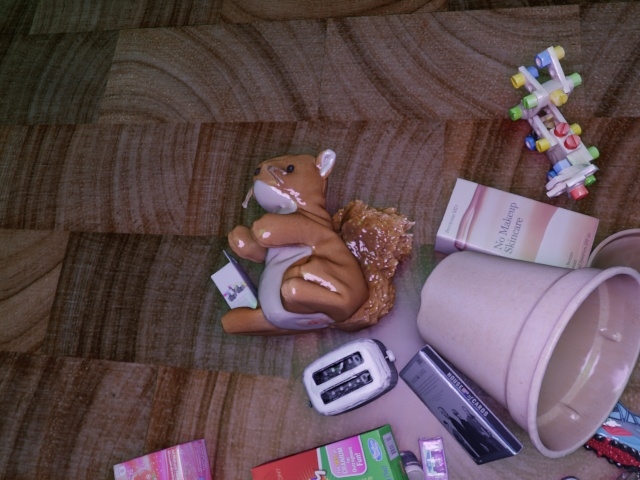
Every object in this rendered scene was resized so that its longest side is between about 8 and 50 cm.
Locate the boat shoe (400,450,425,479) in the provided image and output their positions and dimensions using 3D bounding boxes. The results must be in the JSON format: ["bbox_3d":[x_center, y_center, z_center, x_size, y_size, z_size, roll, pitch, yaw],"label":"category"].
[{"bbox_3d":[0.118,0.507,1.004,0.206,0.065,0.075,-32,114,8],"label":"boat shoe"}]

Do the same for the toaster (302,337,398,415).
[{"bbox_3d":[0.054,0.291,1.025,0.227,0.146,0.129,-25,70,2],"label":"toaster"}]

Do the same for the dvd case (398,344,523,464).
[{"bbox_3d":[0.263,0.329,0.959,0.029,0.179,0.239,-34,69,-22],"label":"dvd case"}]

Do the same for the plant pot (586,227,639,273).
[{"bbox_3d":[0.649,0.103,0.989,0.237,0.110,0.237,-3,73,11],"label":"plant pot"}]

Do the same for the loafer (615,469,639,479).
[{"bbox_3d":[0.599,0.462,0.923,0.148,0.050,0.056,-22,73,-13],"label":"loafer"}]

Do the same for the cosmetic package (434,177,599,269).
[{"bbox_3d":[0.415,-0.011,1.058,0.296,0.129,0.153,18,78,16],"label":"cosmetic package"}]

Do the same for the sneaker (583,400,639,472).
[{"bbox_3d":[0.527,0.339,0.964,0.262,0.104,0.125,29,52,24],"label":"sneaker"}]

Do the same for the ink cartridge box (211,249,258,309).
[{"bbox_3d":[-0.191,0.119,1.146,0.061,0.104,0.181,-36,70,-2],"label":"ink cartridge box"}]

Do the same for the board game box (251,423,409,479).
[{"bbox_3d":[0.030,0.526,0.946,0.316,0.064,0.242,-28,69,24],"label":"board game box"}]

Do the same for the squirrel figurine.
[{"bbox_3d":[0.000,0.000,1.049,0.397,0.281,0.370,9,62,-27],"label":"squirrel figurine"}]

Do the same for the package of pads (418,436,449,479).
[{"bbox_3d":[0.234,0.452,1.002,0.050,0.032,0.083,-9,72,9],"label":"package of pads"}]

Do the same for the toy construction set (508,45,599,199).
[{"bbox_3d":[0.524,-0.232,1.059,0.151,0.215,0.328,-11,72,8],"label":"toy construction set"}]

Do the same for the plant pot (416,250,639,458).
[{"bbox_3d":[0.360,0.164,0.901,0.334,0.334,0.305,-55,37,-8],"label":"plant pot"}]

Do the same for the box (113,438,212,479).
[{"bbox_3d":[-0.302,0.590,1.004,0.154,0.142,0.300,-18,71,4],"label":"box"}]

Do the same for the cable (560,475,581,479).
[{"bbox_3d":[0.501,0.606,0.908,0.139,0.072,0.287,-28,57,19],"label":"cable"}]
